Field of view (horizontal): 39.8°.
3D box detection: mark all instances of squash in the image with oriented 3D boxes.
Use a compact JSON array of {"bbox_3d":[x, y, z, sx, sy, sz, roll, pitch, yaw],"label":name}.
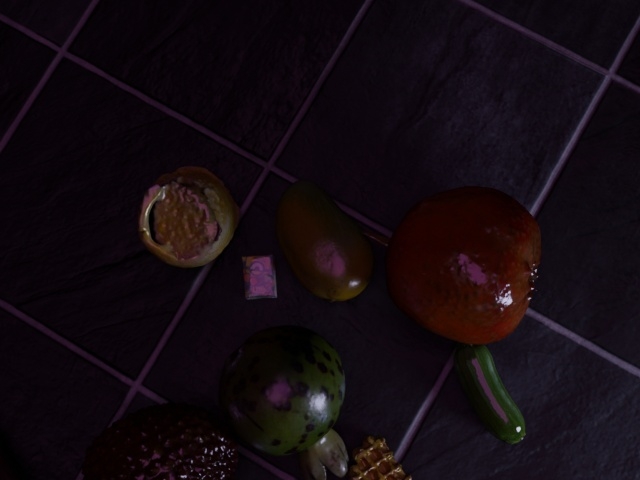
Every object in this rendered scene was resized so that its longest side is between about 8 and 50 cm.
[{"bbox_3d":[0.308,0.276,1.639,0.077,0.068,0.219,-26,80,14],"label":"squash"}]

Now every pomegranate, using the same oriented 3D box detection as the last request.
[{"bbox_3d":[-0.055,0.303,1.569,0.242,0.242,0.306,-19,85,-1],"label":"pomegranate"}]

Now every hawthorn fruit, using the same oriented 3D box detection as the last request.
[{"bbox_3d":[0.228,0.030,1.592,0.330,0.287,0.287,15,81,16],"label":"hawthorn fruit"}]

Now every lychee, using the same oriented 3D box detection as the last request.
[{"bbox_3d":[-0.270,0.419,1.541,0.304,0.276,0.275,3,80,19],"label":"lychee"}]

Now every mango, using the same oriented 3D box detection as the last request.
[{"bbox_3d":[0.000,0.000,1.680,0.156,0.114,0.251,-36,81,4],"label":"mango"}]

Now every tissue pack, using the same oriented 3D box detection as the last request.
[{"bbox_3d":[-0.118,0.071,1.714,0.063,0.035,0.083,-4,81,2],"label":"tissue pack"}]

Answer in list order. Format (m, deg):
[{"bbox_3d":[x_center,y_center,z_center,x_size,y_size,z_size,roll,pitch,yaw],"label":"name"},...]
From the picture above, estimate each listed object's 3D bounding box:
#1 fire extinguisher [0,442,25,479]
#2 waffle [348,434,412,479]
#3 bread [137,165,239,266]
[{"bbox_3d":[-0.652,0.412,1.641,0.135,0.114,0.337,-38,80,9],"label":"fire extinguisher"},{"bbox_3d":[0.130,0.445,1.605,0.161,0.046,0.192,5,58,-9],"label":"waffle"},{"bbox_3d":[-0.254,-0.045,1.675,0.197,0.170,0.197,0,92,-2],"label":"bread"}]
